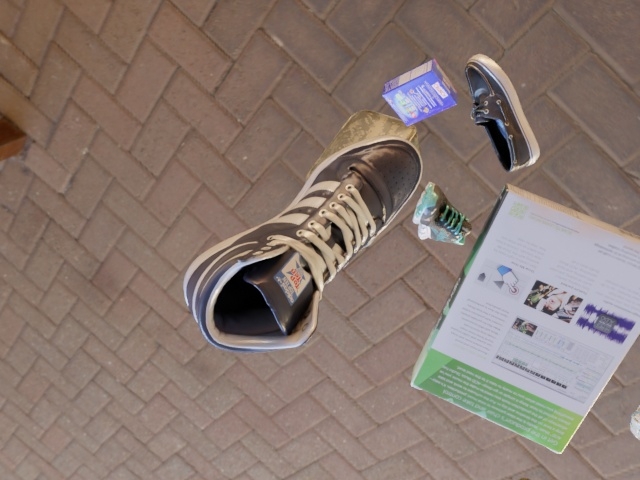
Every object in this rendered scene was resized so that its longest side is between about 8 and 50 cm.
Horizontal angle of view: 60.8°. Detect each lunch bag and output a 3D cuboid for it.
[{"bbox_3d":[0.123,-0.149,1.453,0.213,0.305,0.256,23,158,28],"label":"lunch bag"}]

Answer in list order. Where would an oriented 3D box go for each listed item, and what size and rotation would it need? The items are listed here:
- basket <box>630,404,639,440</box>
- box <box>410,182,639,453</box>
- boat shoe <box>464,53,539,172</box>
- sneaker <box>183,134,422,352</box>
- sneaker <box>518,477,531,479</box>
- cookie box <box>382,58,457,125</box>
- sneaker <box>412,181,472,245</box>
[{"bbox_3d":[0.970,0.462,1.397,0.289,0.254,0.201,-33,136,4],"label":"basket"},{"bbox_3d":[0.293,0.112,0.752,0.232,0.058,0.321,24,109,8],"label":"box"},{"bbox_3d":[0.319,-0.229,1.010,0.076,0.080,0.228,-31,99,-14],"label":"boat shoe"},{"bbox_3d":[0.000,0.000,0.508,0.282,0.153,0.099,-35,106,-5],"label":"sneaker"},{"bbox_3d":[0.495,0.710,1.411,0.064,0.086,0.192,17,85,52],"label":"sneaker"},{"bbox_3d":[0.185,-0.273,1.013,0.107,0.040,0.092,-18,137,36],"label":"cookie box"},{"bbox_3d":[0.178,-0.033,0.772,0.076,0.166,0.064,22,85,20],"label":"sneaker"}]
